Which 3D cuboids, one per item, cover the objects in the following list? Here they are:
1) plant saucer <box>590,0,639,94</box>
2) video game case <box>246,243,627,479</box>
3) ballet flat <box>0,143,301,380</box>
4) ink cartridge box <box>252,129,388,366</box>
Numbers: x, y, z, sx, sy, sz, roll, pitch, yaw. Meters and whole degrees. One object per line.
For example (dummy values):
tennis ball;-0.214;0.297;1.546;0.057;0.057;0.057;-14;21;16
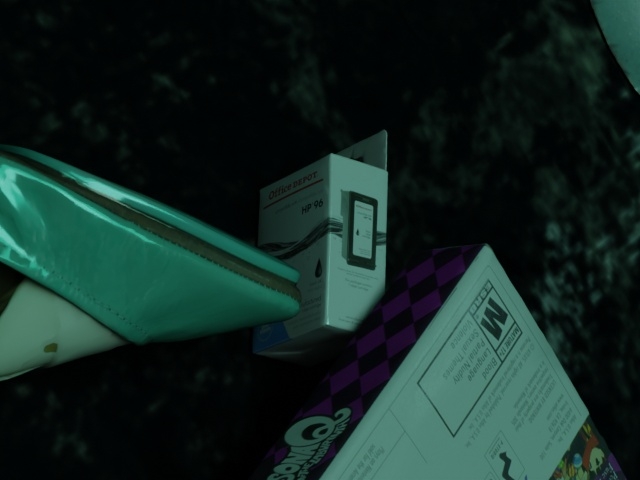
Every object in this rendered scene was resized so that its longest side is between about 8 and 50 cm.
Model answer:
plant saucer;0.205;-0.130;0.920;0.195;0.037;0.195;12;68;-33
video game case;0.039;0.153;0.668;0.232;0.042;0.210;-52;122;-36
ballet flat;-0.123;-0.005;0.620;0.247;0.083;0.087;28;84;-26
ink cartridge box;0.000;0.000;0.716;0.028;0.048;0.083;16;65;-33
